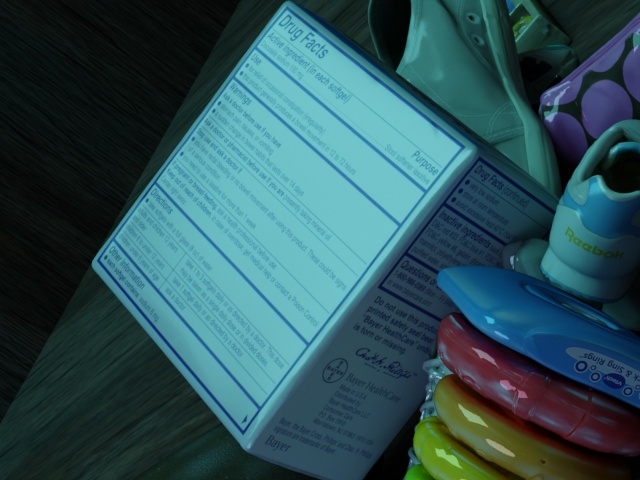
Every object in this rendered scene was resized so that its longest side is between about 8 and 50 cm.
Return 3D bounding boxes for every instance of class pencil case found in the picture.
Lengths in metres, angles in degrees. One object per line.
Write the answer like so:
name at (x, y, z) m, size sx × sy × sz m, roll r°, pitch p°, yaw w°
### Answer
pencil case at (0.274, -0.142, 1.250) m, size 0.209 × 0.098 × 0.095 m, roll -43°, pitch 18°, yaw 37°

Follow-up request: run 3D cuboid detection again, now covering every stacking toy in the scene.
stacking toy at (0.109, 0.181, 0.985) m, size 0.301 × 0.175 × 0.166 m, roll -64°, pitch 13°, yaw 8°

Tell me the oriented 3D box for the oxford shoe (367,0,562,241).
oxford shoe at (0.121, -0.087, 1.323) m, size 0.169 × 0.130 × 0.449 m, roll 108°, pitch 160°, yaw -45°

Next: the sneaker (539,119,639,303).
sneaker at (0.232, -0.042, 1.091) m, size 0.228 × 0.087 × 0.092 m, roll -53°, pitch -16°, yaw -56°

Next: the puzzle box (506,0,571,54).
puzzle box at (0.164, -0.208, 1.818) m, size 0.272 × 0.052 × 0.409 m, roll -50°, pitch 16°, yaw 15°

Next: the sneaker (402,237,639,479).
sneaker at (0.115, 0.128, 1.105) m, size 0.292 × 0.118 × 0.110 m, roll -55°, pitch 17°, yaw 0°

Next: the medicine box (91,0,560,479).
medicine box at (0.000, 0.000, 1.189) m, size 0.289 × 0.149 × 0.263 m, roll -52°, pitch 48°, yaw 7°

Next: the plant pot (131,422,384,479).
plant pot at (-0.056, 0.238, 1.260) m, size 0.230 × 0.215 × 0.215 m, roll -45°, pitch 9°, yaw -28°

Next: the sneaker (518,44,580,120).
sneaker at (0.170, -0.108, 1.549) m, size 0.275 × 0.107 × 0.110 m, roll -37°, pitch 2°, yaw 34°
